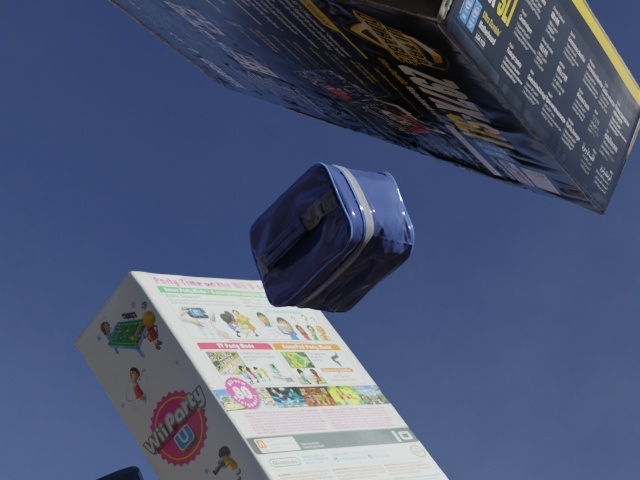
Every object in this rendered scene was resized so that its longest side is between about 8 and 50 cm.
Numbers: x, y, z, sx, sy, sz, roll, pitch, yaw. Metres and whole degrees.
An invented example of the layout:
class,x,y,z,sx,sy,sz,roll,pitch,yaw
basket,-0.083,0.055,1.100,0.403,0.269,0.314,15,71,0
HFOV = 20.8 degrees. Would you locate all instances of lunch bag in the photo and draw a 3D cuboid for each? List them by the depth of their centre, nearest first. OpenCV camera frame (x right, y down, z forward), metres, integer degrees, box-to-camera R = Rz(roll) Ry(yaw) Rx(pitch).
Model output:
class,x,y,z,sx,sy,sz,roll,pitch,yaw
lunch bag,0.000,0.000,1.062,0.065,0.067,0.098,9,-41,-41

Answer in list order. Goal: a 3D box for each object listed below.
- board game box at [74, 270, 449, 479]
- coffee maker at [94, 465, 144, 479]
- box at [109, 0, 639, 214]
class,x,y,z,sx,sy,sz,roll,pitch,yaw
board game box,-0.034,0.166,1.455,0.224,0.303,0.097,6,-49,-51
coffee maker,-0.178,0.301,1.547,0.120,0.178,0.171,-30,-4,-1
box,0.006,-0.121,0.868,0.257,0.079,0.322,19,-6,25
